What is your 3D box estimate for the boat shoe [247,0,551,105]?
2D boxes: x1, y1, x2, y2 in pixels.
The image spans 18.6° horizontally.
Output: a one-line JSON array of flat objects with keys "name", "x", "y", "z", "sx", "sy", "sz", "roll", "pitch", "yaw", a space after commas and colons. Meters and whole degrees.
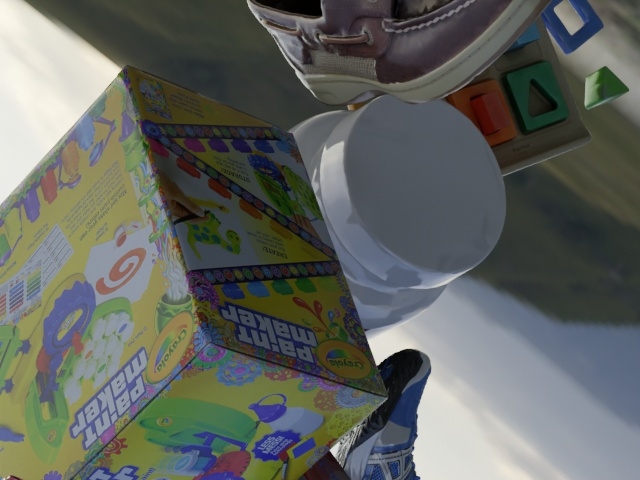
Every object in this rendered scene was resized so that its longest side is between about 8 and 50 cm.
[{"name": "boat shoe", "x": 0.047, "y": -0.177, "z": 1.361, "sx": 0.123, "sy": 0.123, "sz": 0.342, "roll": 42, "pitch": 164, "yaw": -18}]

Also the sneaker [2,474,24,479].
[{"name": "sneaker", "x": -0.155, "y": 0.180, "z": 1.024, "sx": 0.063, "sy": 0.074, "sz": 0.170, "roll": 28, "pitch": 159, "yaw": 9}]

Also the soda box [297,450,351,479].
[{"name": "soda box", "x": -0.002, "y": 0.246, "z": 1.584, "sx": 0.092, "sy": 0.083, "sz": 0.263, "roll": 27, "pitch": -161, "yaw": -49}]

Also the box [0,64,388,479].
[{"name": "box", "x": -0.139, "y": 0.078, "z": 1.510, "sx": 0.177, "sy": 0.290, "sz": 0.279, "roll": 20, "pitch": -142, "yaw": -39}]

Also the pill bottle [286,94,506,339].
[{"name": "pill bottle", "x": 0.000, "y": 0.000, "z": 1.845, "sx": 0.210, "sy": 0.210, "sz": 0.363, "roll": 37, "pitch": 147, "yaw": -15}]

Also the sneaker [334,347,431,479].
[{"name": "sneaker", "x": 0.058, "y": 0.198, "z": 1.811, "sx": 0.081, "sy": 0.211, "sz": 0.080, "roll": 21, "pitch": -168, "yaw": -12}]

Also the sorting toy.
[{"name": "sorting toy", "x": 0.175, "y": -0.166, "z": 1.937, "sx": 0.047, "sy": 0.348, "sz": 0.196, "roll": -29, "pitch": 83, "yaw": 55}]
